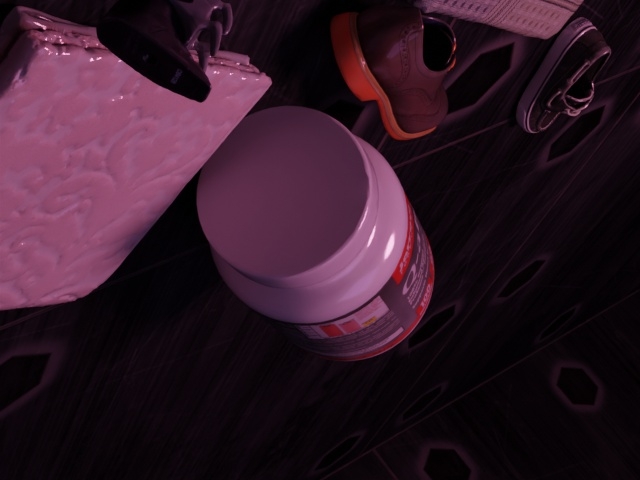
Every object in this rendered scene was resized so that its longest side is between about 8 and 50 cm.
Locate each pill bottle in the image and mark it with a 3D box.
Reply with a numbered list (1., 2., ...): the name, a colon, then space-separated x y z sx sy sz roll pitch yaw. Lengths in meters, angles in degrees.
1. pill bottle: 0.000 0.000 1.388 0.210 0.210 0.363 -39 162 0

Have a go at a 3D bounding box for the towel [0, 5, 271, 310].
1. towel: -0.228 -0.050 1.096 0.317 0.053 0.332 -48 160 21

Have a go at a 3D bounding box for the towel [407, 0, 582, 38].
1. towel: 0.255 -0.347 1.344 0.312 0.056 0.324 -51 156 23

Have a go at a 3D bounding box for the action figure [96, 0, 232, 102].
1. action figure: -0.053 -0.227 0.834 0.185 0.099 0.285 112 3 -53

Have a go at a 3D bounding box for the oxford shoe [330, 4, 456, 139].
1. oxford shoe: 0.100 -0.168 1.322 0.098 0.097 0.271 -14 168 18

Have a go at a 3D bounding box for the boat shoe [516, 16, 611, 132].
1. boat shoe: 0.327 -0.203 1.749 0.078 0.070 0.219 -30 159 -24
